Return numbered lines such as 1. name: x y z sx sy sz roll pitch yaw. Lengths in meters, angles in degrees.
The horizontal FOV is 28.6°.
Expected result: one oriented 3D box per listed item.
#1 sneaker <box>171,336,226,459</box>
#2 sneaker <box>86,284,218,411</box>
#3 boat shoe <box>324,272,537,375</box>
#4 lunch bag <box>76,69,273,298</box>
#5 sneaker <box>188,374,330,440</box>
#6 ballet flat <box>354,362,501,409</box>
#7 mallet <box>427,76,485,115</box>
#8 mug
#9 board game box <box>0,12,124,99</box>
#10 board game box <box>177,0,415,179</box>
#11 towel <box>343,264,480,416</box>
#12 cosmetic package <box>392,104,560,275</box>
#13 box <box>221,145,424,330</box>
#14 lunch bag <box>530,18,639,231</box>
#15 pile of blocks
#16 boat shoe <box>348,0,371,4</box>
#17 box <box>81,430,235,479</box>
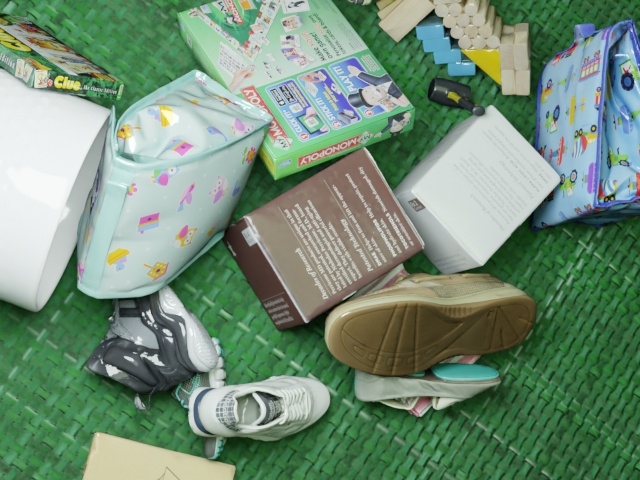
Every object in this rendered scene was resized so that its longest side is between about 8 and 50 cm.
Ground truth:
1. sneaker: -0.167 0.219 1.733 0.076 0.065 0.166 -5 80 1
2. sneaker: -0.267 0.099 1.693 0.153 0.101 0.268 -37 77 -1
3. boat shoe: 0.141 0.107 1.767 0.341 0.110 0.122 -1 119 -32
4. lunch bag: -0.207 -0.065 1.581 0.160 0.223 0.262 33 36 13
5. sneaker: -0.063 0.228 1.700 0.235 0.095 0.090 -4 82 -45
6. ballet flat: 0.150 0.208 1.786 0.213 0.072 0.068 5 106 -12
7. mallet: 0.214 -0.201 1.830 0.062 0.190 0.039 11 103 -19
8. mug: -0.451 -0.128 1.615 0.328 0.276 0.374 21 47 -4
9. board game box: -0.380 -0.247 1.630 0.136 0.259 0.030 -1 116 -46
10. board game box: -0.039 -0.239 1.751 0.213 0.046 0.317 -22 56 -16
11. towel: 0.125 0.141 1.831 0.144 0.029 0.197 -43 94 -17
12. cosmetic package: 0.214 -0.069 1.822 0.151 0.151 0.184 45 74 -5
13. box: 0.000 0.000 1.745 0.203 0.168 0.167 -32 92 -17
14. lunch bag: 0.396 -0.176 1.851 0.138 0.221 0.293 -3 83 -16
15. pile of blocks: 0.182 -0.356 1.895 0.362 0.149 0.112 44 30 -14
16. boat shoe: -0.001 -0.411 1.816 0.073 0.080 0.223 -20 56 -19
17. box: -0.232 0.362 1.706 0.201 0.021 0.164 17 78 -12
